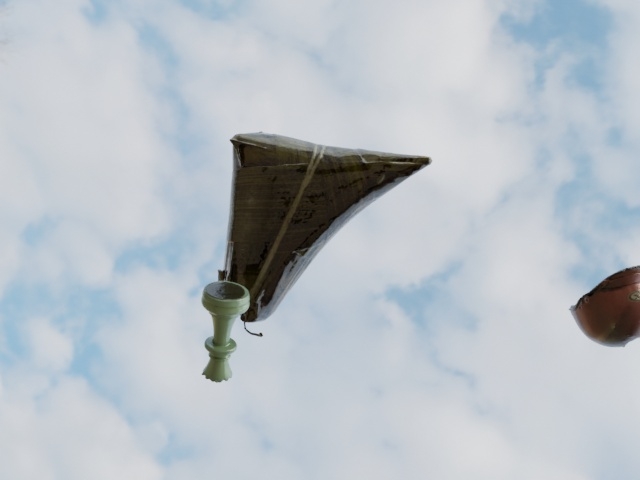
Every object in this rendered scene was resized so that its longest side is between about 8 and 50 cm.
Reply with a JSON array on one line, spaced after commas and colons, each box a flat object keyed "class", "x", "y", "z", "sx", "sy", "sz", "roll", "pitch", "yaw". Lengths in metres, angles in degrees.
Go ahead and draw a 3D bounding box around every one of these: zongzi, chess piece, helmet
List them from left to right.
[{"class": "chess piece", "x": -0.086, "y": 0.085, "z": 0.693, "sx": 0.042, "sy": 0.042, "sz": 0.093, "roll": 17, "pitch": -66, "yaw": 23}, {"class": "zongzi", "x": 0.000, "y": 0.000, "z": 0.734, "sx": 0.184, "sy": 0.084, "sz": 0.187, "roll": 8, "pitch": -84, "yaw": 6}, {"class": "helmet", "x": 0.247, "y": 0.061, "z": 0.650, "sx": 0.084, "sy": 0.065, "sz": 0.049, "roll": 110, "pitch": -30, "yaw": -58}]
